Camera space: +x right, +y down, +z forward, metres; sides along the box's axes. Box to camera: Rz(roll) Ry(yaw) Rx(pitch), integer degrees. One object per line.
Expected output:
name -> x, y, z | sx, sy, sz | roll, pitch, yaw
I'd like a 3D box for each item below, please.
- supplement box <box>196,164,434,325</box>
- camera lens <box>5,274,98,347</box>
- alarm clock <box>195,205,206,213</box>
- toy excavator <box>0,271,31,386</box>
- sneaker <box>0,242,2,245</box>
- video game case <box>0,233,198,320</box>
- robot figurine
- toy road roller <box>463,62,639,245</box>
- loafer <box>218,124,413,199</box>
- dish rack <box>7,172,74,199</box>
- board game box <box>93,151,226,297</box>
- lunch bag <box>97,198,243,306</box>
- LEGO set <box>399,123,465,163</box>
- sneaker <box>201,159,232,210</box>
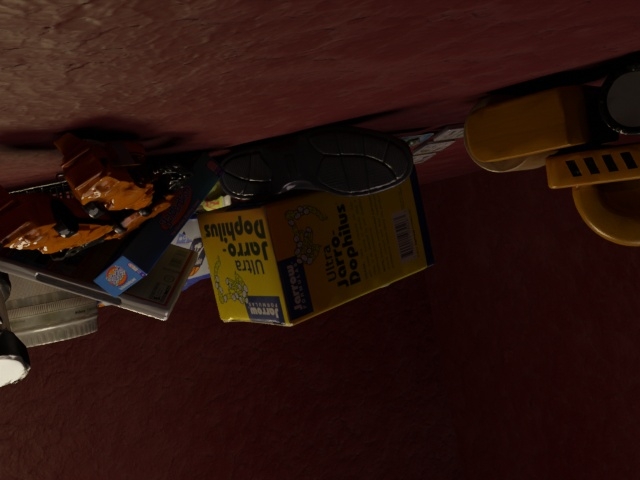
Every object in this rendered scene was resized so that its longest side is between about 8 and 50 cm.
supplement box -> 0.000, 0.000, 1.368 | 0.356, 0.195, 0.194 | -19, -170, -41
camera lens -> -0.621, 0.086, 1.753 | 0.219, 0.274, 0.219 | -10, 180, 0
alarm clock -> -0.292, -0.086, 1.716 | 0.129, 0.064, 0.192 | -11, 177, -18
toy excavator -> -0.715, 0.111, 1.165 | 0.445, 0.222, 0.433 | -20, 148, -14
sneaker -> -0.612, -0.002, 1.484 | 0.300, 0.111, 0.121 | -9, -177, -27
video game case -> -0.361, 0.031, 1.297 | 0.285, 0.025, 0.204 | 18, -154, -3
robot figurine -> -0.273, -0.055, 0.968 | 0.211, 0.085, 0.291 | -33, 178, 6
toy road roller -> 0.390, -0.110, 1.138 | 0.329, 0.241, 0.202 | -6, -177, 36
loafer -> -0.005, -0.125, 1.202 | 0.302, 0.109, 0.095 | -4, -160, 16
dish rack -> -0.419, -0.051, 1.206 | 0.271, 0.074, 0.208 | -10, 180, 0
board game box -> -0.242, -0.023, 1.183 | 0.160, 0.047, 0.210 | -29, -155, 55
lunch bag -> -0.409, 0.015, 2.032 | 0.385, 0.239, 0.328 | -31, 167, 37
LEGO set -> 0.148, -0.186, 1.497 | 0.244, 0.060, 0.182 | -12, 169, -32
sneaker -> -0.201, -0.094, 1.363 | 0.094, 0.081, 0.208 | -9, 170, -13
